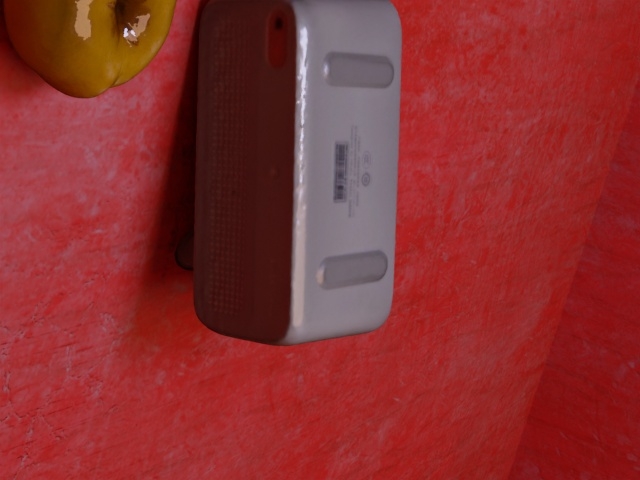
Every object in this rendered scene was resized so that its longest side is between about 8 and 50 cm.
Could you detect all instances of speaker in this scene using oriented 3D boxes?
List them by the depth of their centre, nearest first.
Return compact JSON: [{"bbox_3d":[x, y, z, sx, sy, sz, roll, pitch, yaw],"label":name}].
[{"bbox_3d":[-0.029,-0.084,1.275,0.184,0.183,0.406,-9,103,-53],"label":"speaker"}]

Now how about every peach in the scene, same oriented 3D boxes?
[{"bbox_3d":[-0.206,-0.217,1.013,0.179,0.103,0.179,-35,136,-44],"label":"peach"}]

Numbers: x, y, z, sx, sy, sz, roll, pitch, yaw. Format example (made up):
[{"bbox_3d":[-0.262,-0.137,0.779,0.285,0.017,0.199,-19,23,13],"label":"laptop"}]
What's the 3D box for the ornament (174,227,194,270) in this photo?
[{"bbox_3d":[-0.115,0.042,1.393,0.075,0.081,0.156,-48,145,-9],"label":"ornament"}]
